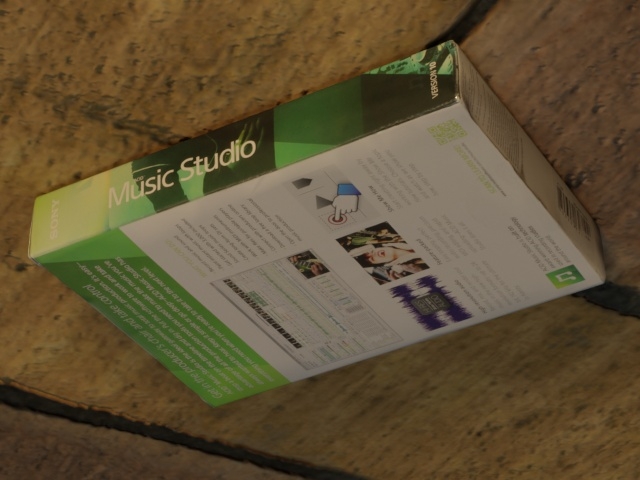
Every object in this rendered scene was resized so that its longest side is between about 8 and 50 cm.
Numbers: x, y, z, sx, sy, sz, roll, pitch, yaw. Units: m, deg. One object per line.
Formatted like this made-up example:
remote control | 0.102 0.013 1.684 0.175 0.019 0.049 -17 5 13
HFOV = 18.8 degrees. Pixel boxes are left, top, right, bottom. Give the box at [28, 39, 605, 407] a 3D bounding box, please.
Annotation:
box | 0.000 0.000 1.307 0.322 0.058 0.232 -20 140 22
